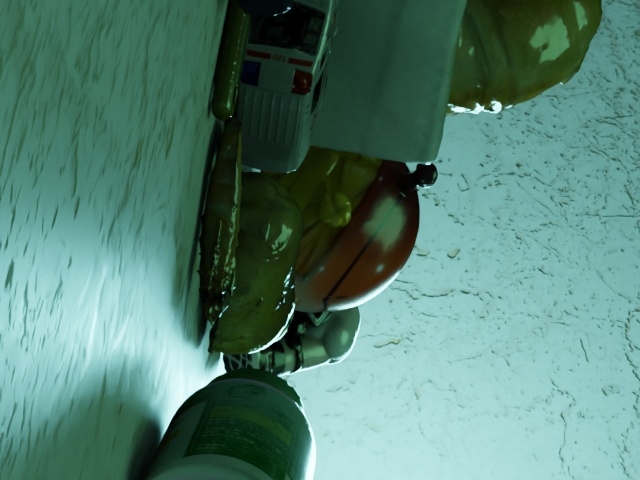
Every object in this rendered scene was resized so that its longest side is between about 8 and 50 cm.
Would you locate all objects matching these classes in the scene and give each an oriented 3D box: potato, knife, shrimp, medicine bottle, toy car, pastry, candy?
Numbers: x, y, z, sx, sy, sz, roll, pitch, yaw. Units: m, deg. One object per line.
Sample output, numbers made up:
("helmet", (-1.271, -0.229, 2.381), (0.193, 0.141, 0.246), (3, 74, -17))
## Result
("potato", (-0.058, 0.028, 1.352), (0.164, 0.081, 0.200), (-85, -175, -45))
("knife", (-0.051, -0.266, 1.161), (0.061, 0.027, 0.343), (78, 21, -74))
("shrimp", (-0.088, -0.018, 1.225), (0.124, 0.034, 0.178), (-146, -120, -85))
("medicine bottle", (-0.072, 0.194, 1.134), (0.274, 0.133, 0.133), (-69, 168, -77))
("toy car", (-0.035, -0.162, 1.249), (0.210, 0.089, 0.108), (102, 2, -49))
("pastry", (0.146, -0.296, 1.726), (0.409, 0.409, 0.245), (-77, 160, -69))
("candy", (0.043, -0.245, 1.373), (0.359, 0.208, 0.145), (97, 2, -49))

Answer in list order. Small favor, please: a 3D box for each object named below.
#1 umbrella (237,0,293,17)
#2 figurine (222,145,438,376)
("umbrella", (-0.036, -0.260, 1.009), (0.248, 0.070, 0.071), (94, 5, -55))
("figurine", (0.004, 0.003, 1.620), (0.320, 0.196, 0.323), (-70, -179, -48))
